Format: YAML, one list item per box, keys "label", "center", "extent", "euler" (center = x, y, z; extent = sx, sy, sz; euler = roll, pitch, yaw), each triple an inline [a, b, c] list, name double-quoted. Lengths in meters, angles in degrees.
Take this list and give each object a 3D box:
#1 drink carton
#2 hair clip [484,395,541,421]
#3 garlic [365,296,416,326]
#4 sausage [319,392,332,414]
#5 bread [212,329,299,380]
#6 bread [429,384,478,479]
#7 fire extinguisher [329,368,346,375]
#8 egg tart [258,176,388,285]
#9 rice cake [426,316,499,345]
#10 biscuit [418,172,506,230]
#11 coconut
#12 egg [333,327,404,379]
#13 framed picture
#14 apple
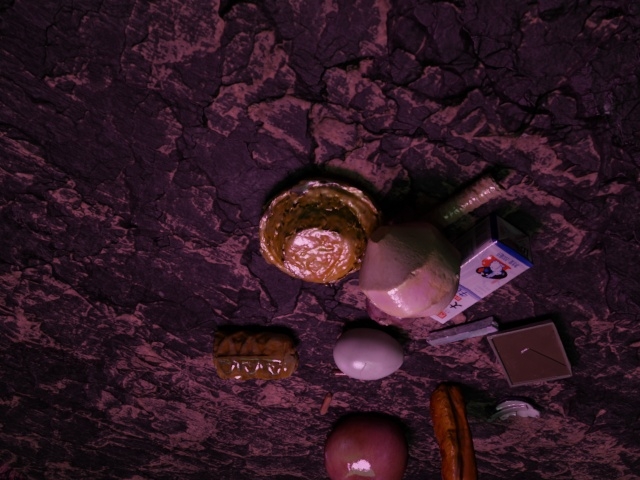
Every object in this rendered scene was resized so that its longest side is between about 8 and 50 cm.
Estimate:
- label: "drink carton"
  center: [0.364, 0.079, 1.426]
  extent: [0.131, 0.106, 0.315]
  euler: [32, 130, -18]
- label: "hair clip"
  center: [0.629, 0.561, 1.880]
  extent: [0.172, 0.049, 0.116]
  euler: [-22, 131, 23]
- label: "garlic"
  center: [0.191, 0.182, 1.546]
  extent: [0.147, 0.101, 0.159]
  euler: [-4, 145, 39]
- label: "sausage"
  center: [0.020, 0.575, 2.008]
  extent: [0.026, 0.026, 0.116]
  euler: [13, 133, -3]
- label: "bread"
  center: [-0.198, 0.354, 1.756]
  extent: [0.268, 0.130, 0.151]
  euler: [-1, 100, 9]
- label: "bread"
  center: [0.410, 0.642, 1.764]
  extent: [0.109, 0.380, 0.185]
  euler: [-1, 132, 2]
- label: "fire extinguisher"
  center: [0.072, 0.433, 1.865]
  extent: [0.084, 0.022, 0.028]
  euler: [-1, 169, 11]
- label: "egg tart"
  center: [0.001, -0.001, 1.394]
  extent: [0.342, 0.132, 0.341]
  euler: [4, 132, 4]
- label: "rice cake"
  center: [0.407, 0.264, 1.644]
  extent: [0.211, 0.034, 0.043]
  euler: [-19, 136, 24]
- label: "biscuit"
  center: [0.321, -0.079, 1.318]
  extent: [0.061, 0.055, 0.219]
  euler: [46, 126, -10]
- label: "coconut"
  center: [0.201, 0.062, 1.302]
  extent: [0.237, 0.236, 0.197]
  euler: [40, 170, -25]
- label: "egg"
  center: [0.142, 0.333, 1.672]
  extent: [0.209, 0.151, 0.151]
  euler: [5, 134, 2]
- label: "framed picture"
  center: [0.607, 0.333, 1.644]
  extent: [0.189, 0.023, 0.260]
  euler: [-19, 127, 21]
- label: "apple"
  center: [0.164, 0.762, 2.017]
  extent: [0.306, 0.234, 0.305]
  euler: [4, 135, 4]
